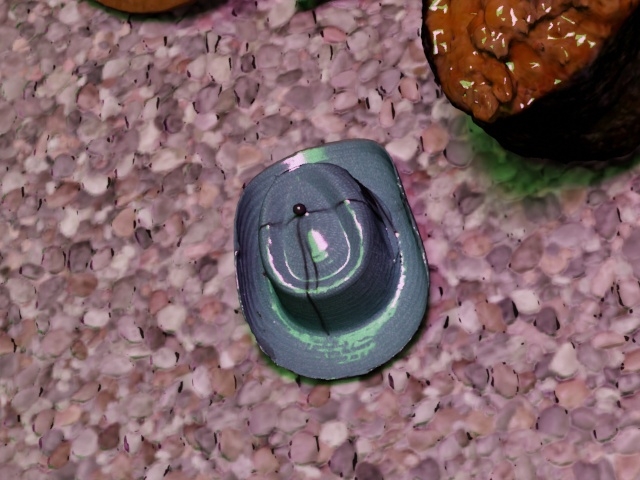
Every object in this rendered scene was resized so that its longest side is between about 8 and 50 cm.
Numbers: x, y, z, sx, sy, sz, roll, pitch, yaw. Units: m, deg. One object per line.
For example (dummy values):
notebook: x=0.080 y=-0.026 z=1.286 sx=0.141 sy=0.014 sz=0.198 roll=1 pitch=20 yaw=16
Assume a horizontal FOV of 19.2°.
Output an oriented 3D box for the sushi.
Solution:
sushi: x=0.180 y=-0.229 z=1.294 sx=0.234 sy=0.207 sz=0.348 roll=24 pitch=86 yaw=36

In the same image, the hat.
hat: x=0.000 y=0.000 z=1.331 sx=0.138 sy=0.078 sz=0.191 roll=-20 pitch=61 yaw=12

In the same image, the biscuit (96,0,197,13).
biscuit: x=-0.133 y=-0.306 z=1.481 sx=0.262 sy=0.037 sz=0.262 roll=6 pitch=100 yaw=32
